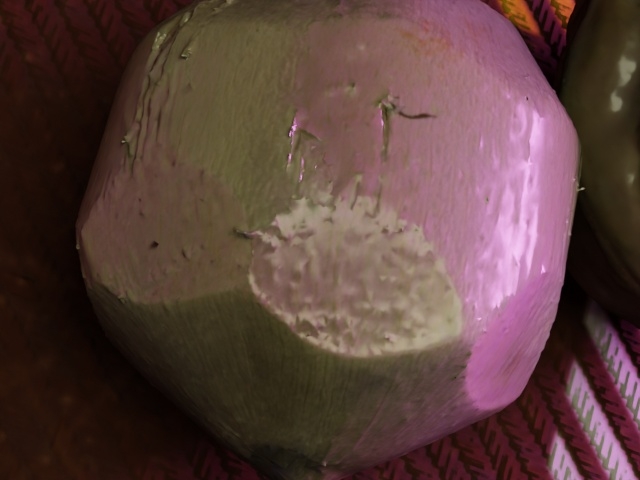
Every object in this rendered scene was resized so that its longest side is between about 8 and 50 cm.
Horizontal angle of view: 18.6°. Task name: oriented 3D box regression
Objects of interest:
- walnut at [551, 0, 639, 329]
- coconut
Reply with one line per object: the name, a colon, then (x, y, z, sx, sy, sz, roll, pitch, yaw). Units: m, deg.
walnut: (0.225, -0.049, 0.979, 0.248, 0.248, 0.248, 5, 75, -19)
coconut: (-0.001, 0.000, 0.903, 0.227, 0.227, 0.230, 20, 70, -14)
